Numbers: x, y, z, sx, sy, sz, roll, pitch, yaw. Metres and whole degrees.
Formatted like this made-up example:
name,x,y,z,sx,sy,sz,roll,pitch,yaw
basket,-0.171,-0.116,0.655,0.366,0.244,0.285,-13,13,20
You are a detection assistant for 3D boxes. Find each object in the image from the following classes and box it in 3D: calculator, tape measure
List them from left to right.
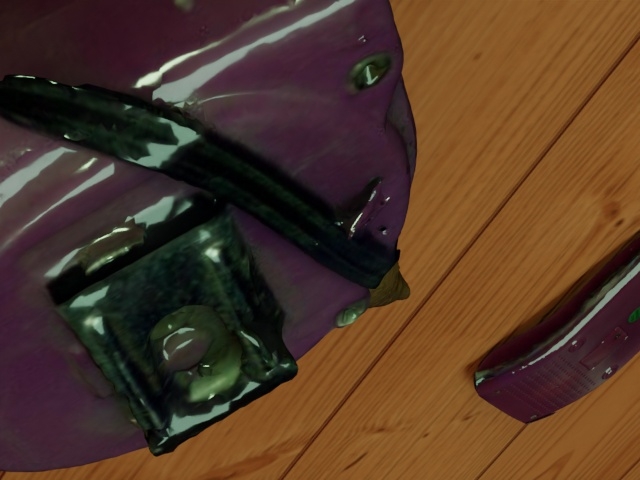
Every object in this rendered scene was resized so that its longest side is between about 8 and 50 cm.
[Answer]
name,x,y,z,sx,sy,sz,roll,pitch,yaw
tape measure,-0.076,-0.021,0.630,0.231,0.149,0.245,-34,151,-4
calculator,0.199,0.059,1.170,0.190,0.034,0.126,-41,149,9

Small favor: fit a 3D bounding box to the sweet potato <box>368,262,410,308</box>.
name,x,y,z,sx,sy,sz,roll,pitch,yaw
sweet potato,-0.003,0.002,0.847,0.065,0.051,0.218,-40,151,5
